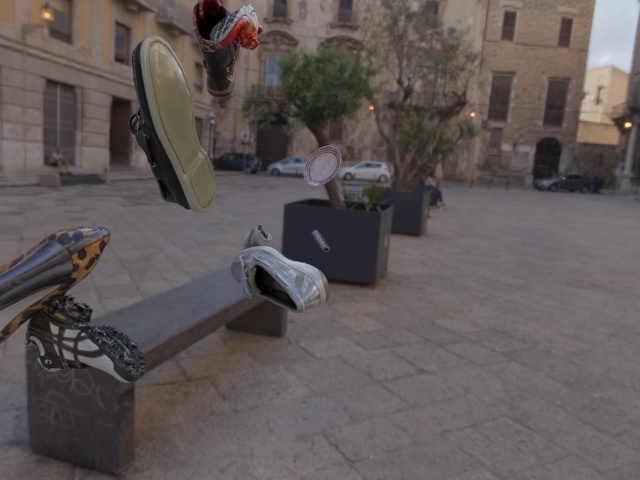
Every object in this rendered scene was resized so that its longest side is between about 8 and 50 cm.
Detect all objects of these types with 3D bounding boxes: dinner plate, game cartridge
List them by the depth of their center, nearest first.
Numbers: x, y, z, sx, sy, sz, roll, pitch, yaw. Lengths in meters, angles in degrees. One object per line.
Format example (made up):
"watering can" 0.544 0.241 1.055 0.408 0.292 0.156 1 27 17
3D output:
"game cartridge" 0.000 0.000 1.283 0.017 0.056 0.083 -30 -11 5
"dinner plate" 0.008 -0.231 1.591 0.141 0.141 0.017 12 -16 38

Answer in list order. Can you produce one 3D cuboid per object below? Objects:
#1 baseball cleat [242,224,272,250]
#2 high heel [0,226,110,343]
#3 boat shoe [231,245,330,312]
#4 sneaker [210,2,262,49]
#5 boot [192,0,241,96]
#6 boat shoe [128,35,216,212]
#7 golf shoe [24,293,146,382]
"baseball cleat" -0.188 0.048 1.507 0.072 0.206 0.109 11 -36 -38
"high heel" -0.394 0.061 0.695 0.261 0.093 0.186 -21 14 49
"boat shoe" -0.120 0.096 1.209 0.320 0.118 0.103 17 34 42
"sneaker" -0.233 -0.622 1.517 0.107 0.118 0.279 -21 28 28
"boot" -0.371 -0.750 1.830 0.138 0.378 0.284 3 -20 -1
"boat shoe" -0.290 -0.199 0.932 0.112 0.340 0.127 6 48 17
"golf shoe" -0.327 0.153 0.702 0.198 0.094 0.077 29 -4 22
